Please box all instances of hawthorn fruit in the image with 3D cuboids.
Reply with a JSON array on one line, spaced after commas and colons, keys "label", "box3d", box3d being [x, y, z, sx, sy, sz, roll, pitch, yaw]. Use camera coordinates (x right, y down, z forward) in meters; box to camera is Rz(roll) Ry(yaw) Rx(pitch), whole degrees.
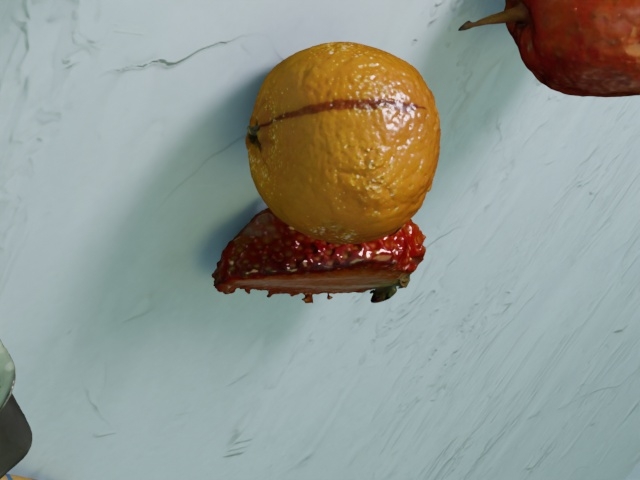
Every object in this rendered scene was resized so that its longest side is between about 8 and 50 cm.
[{"label": "hawthorn fruit", "box3d": [0.259, -0.237, 1.249, 0.243, 0.207, 0.207, -9, 143, -3]}]

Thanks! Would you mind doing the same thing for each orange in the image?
[{"label": "orange", "box3d": [0.016, -0.089, 1.123, 0.161, 0.193, 0.193, -3, 132, -29]}]

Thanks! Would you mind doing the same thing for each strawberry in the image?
[{"label": "strawberry", "box3d": [0.005, -0.002, 1.308, 0.175, 0.106, 0.236, -17, 162, 31]}]

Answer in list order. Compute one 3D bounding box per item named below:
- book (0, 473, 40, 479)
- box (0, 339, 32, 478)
[{"label": "book", "box3d": [-0.367, 0.304, 1.277, 0.170, 0.018, 0.242, -44, 157, 1]}, {"label": "box", "box3d": [-0.335, 0.082, 0.823, 0.220, 0.290, 0.166, -39, 135, -8]}]
